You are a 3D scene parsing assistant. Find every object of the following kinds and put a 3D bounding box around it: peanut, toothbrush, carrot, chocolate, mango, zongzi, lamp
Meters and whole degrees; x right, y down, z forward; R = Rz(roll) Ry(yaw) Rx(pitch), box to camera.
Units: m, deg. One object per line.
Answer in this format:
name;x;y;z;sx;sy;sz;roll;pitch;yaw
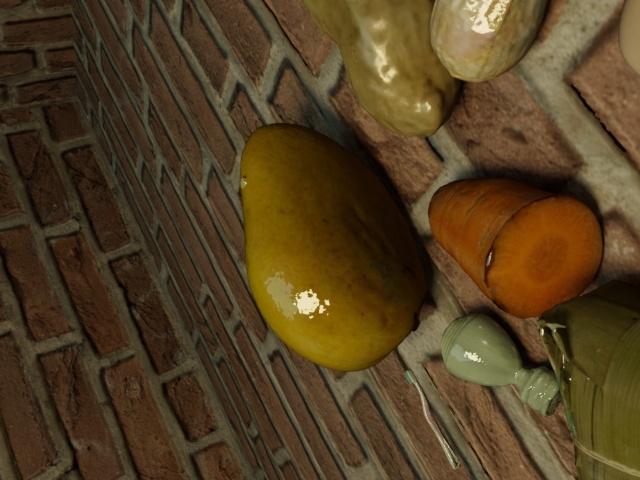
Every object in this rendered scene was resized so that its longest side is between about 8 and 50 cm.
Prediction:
peanut;0.071;-0.317;0.804;0.386;0.170;0.192;67;158;6
toothbrush;0.215;0.344;1.135;0.022;0.017;0.204;-45;67;48
carrot;0.222;-0.010;0.774;0.225;0.159;0.159;-140;39;-59
chocolate;0.200;-0.308;0.620;0.134;0.134;0.309;50;144;33
mango;0.000;0.000;0.990;0.444;0.302;0.220;59;151;11
zongzi;0.403;0.260;0.523;0.447;0.182;0.417;-148;45;-66
lamp;0.263;0.182;0.868;0.193;0.106;0.106;33;135;36

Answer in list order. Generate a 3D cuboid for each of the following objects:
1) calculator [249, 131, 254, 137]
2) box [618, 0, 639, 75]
calculator;-0.079;-0.158;1.296;0.293;0.051;0.172;17;124;57
box;0.336;-0.215;0.483;0.146;0.088;0.200;48;146;34
